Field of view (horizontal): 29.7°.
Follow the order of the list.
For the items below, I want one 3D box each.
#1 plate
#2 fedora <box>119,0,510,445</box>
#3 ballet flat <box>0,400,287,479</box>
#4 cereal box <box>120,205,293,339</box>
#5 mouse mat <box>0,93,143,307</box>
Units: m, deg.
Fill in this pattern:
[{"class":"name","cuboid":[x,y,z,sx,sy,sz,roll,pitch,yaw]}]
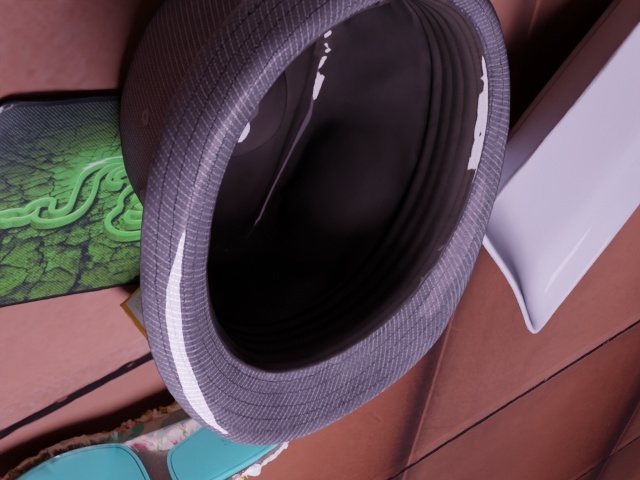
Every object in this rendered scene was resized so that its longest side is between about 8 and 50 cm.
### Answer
[{"class":"plate","cuboid":[0.213,-0.080,0.917,0.277,0.045,0.278,-51,154,-4]},{"class":"fedora","cuboid":[-0.018,-0.041,0.632,0.244,0.124,0.275,-30,137,-29]},{"class":"ballet flat","cuboid":[-0.129,0.168,0.866,0.241,0.091,0.077,-15,176,-32]},{"class":"cereal box","cuboid":[0.000,0.000,0.807,0.240,0.047,0.173,-42,155,-1]},{"class":"mouse mat","cuboid":[-0.120,-0.022,0.674,0.190,0.007,0.152,-11,140,-44]}]
